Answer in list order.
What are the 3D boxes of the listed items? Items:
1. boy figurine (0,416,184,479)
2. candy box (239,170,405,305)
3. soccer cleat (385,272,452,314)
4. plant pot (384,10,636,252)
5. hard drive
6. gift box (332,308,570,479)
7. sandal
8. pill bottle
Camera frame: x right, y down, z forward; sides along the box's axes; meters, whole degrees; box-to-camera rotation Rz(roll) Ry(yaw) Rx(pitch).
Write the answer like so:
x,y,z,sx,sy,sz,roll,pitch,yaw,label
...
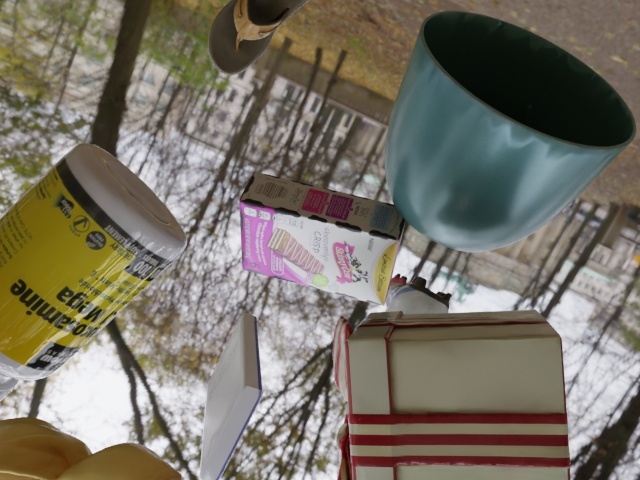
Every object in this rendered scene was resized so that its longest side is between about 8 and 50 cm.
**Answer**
x,y,z,sx,sy,sz,roll,pitch,yaw,label
-0.126,0.206,0.445,0.285,0.177,0.092,34,-148,11,boy figurine
0.000,0.000,1.008,0.234,0.159,0.071,13,-131,7,candy box
0.158,0.145,1.301,0.116,0.143,0.331,31,176,3,soccer cleat
0.221,-0.125,0.908,0.293,0.235,0.293,14,-139,-12,plant pot
-0.180,0.302,1.361,0.040,0.210,0.318,24,-167,-14,hard drive
0.148,0.215,0.821,0.258,0.255,0.276,-3,176,10,gift box
-0.069,-0.275,0.811,0.072,0.180,0.049,46,-166,-16,sandal
-0.349,0.052,0.857,0.188,0.334,0.188,46,-178,-2,pill bottle
